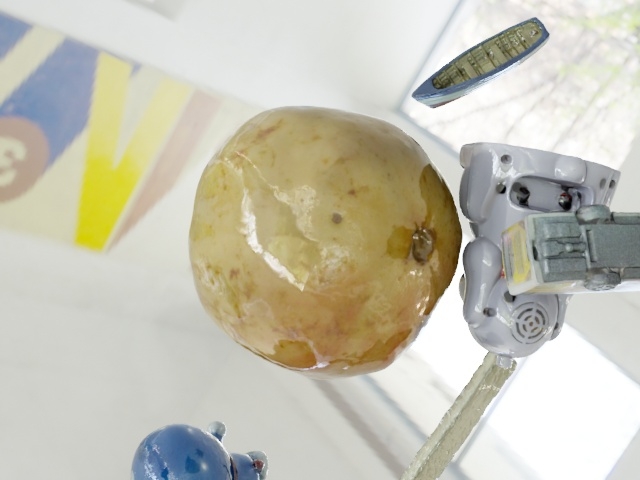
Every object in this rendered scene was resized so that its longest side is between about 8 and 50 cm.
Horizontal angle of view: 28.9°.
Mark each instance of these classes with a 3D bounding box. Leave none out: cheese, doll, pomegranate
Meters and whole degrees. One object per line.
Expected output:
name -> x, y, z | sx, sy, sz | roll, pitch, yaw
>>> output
cheese -> 0.237, 0.378, 2.340 | 0.085, 0.400, 0.034 | 28, -170, -44
doll -> -0.187, 0.374, 1.942 | 0.257, 0.161, 0.215 | 28, -145, -46
pomegranate -> 0.000, 0.000, 1.479 | 0.342, 0.343, 0.342 | 28, -165, -8

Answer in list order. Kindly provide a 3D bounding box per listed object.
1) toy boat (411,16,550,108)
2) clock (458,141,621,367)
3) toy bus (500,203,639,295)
toy boat -> 0.246, -0.266, 1.908 | 0.046, 0.228, 0.080 | 54, -173, -48
clock -> 0.236, 0.022, 1.459 | 0.188, 0.254, 0.189 | 11, -177, -1
toy bus -> 0.328, 0.015, 1.329 | 0.268, 0.092, 0.106 | -1, 167, -20
